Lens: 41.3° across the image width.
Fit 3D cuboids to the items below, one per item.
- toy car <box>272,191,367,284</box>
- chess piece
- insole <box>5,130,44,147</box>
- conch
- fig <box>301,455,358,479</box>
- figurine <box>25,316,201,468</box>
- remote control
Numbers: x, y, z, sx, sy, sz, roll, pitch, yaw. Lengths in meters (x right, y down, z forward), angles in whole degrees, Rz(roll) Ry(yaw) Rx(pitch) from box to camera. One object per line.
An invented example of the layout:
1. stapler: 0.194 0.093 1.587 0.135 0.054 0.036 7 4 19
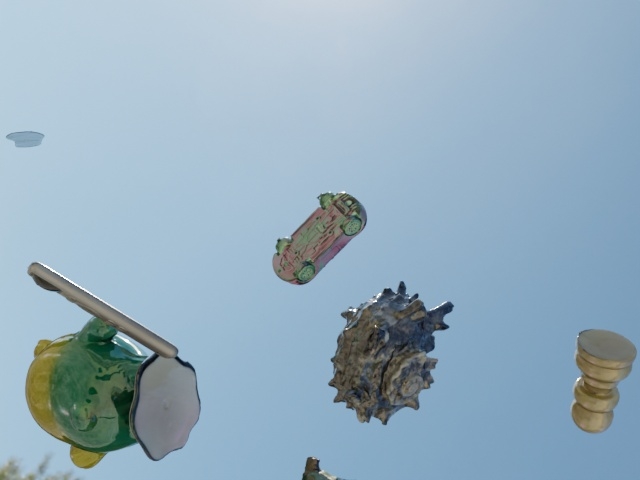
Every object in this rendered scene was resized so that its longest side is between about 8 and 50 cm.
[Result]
1. toy car: 0.000 0.000 1.095 0.142 0.055 0.069 -45 -132 4
2. chess piece: 0.452 0.237 1.388 0.094 0.094 0.171 32 -49 42
3. insole: -0.431 -0.147 1.242 0.152 0.053 0.002 174 -92 -72
4. conch: 0.137 0.211 1.583 0.186 0.313 0.241 -12 -59 40
5. fig: 0.039 0.453 1.319 0.245 0.195 0.195 47 -47 25
6. figurine: -0.415 0.290 1.600 0.340 0.231 0.324 -1 -78 33
7. remote control: -0.336 0.113 1.307 0.261 0.029 0.067 35 -21 -15
